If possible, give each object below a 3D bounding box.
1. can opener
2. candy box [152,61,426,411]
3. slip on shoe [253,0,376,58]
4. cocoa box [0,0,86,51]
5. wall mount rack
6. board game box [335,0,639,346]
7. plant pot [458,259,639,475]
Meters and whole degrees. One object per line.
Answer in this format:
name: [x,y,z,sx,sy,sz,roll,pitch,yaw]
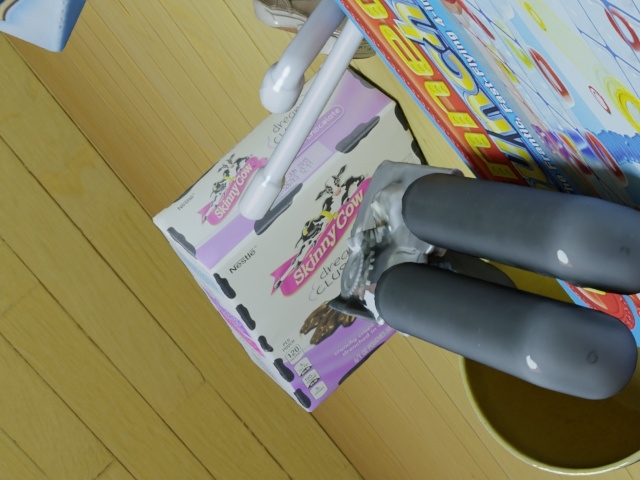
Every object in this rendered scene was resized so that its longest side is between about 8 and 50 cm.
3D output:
can opener: [0.076,0.014,0.721,0.095,0.076,0.283,16,180,-18]
candy box: [0.000,0.000,1.188,0.070,0.165,0.196,40,169,37]
slip on shoe: [-0.003,-0.140,1.015,0.135,0.051,0.041,-133,44,-64]
cocoa box: [-0.126,-0.214,0.464,0.228,0.231,0.347,22,174,-8]
wall mount rack: [-0.083,-0.138,0.879,0.350,0.130,0.304,35,172,1]
board game box: [0.106,-0.081,0.599,0.308,0.086,0.302,50,170,-15]
plant pot: [0.152,0.053,0.895,0.134,0.134,0.095,42,-162,31]
